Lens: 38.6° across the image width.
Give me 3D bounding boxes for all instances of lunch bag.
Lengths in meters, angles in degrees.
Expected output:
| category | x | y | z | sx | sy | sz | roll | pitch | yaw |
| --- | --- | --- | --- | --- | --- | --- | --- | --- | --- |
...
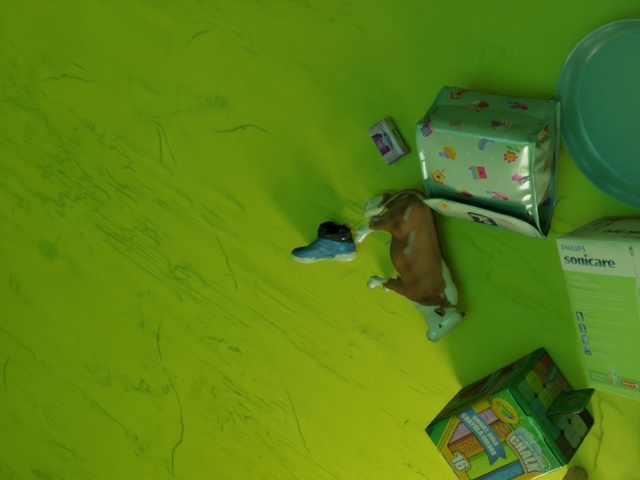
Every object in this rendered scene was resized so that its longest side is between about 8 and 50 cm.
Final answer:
| category | x | y | z | sx | sy | sz | roll | pitch | yaw |
| --- | --- | --- | --- | --- | --- | --- | --- | --- | --- |
| lunch bag | 0.299 | -0.119 | 1.611 | 0.223 | 0.160 | 0.262 | 14 | 136 | 27 |

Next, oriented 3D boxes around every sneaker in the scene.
| category | x | y | z | sx | sy | sz | roll | pitch | yaw |
| --- | --- | --- | --- | --- | --- | --- | --- | --- | --- |
| sneaker | 0.000 | 0.000 | 1.927 | 0.152 | 0.058 | 0.085 | 0 | 114 | 31 |

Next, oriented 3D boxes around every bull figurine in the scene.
| category | x | y | z | sx | sy | sz | roll | pitch | yaw |
| --- | --- | --- | --- | --- | --- | --- | --- | --- | --- |
| bull figurine | 0.177 | 0.046 | 1.796 | 0.188 | 0.101 | 0.310 | -1 | 108 | 37 |

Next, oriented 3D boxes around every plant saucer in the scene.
| category | x | y | z | sx | sy | sz | roll | pitch | yaw |
| --- | --- | --- | --- | --- | --- | --- | --- | --- | --- |
| plant saucer | 0.518 | -0.200 | 1.452 | 0.317 | 0.043 | 0.318 | 32 | 137 | 36 |

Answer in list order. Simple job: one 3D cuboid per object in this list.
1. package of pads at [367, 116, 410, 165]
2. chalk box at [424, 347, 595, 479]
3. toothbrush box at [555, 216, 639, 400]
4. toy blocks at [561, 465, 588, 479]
| category | x | y | z | sx | sy | sz | roll | pitch | yaw |
| --- | --- | --- | --- | --- | --- | --- | --- | --- | --- |
| package of pads | 0.133 | -0.192 | 1.777 | 0.050 | 0.032 | 0.083 | -32 | 88 | 38 |
| chalk box | 0.379 | 0.336 | 1.723 | 0.289 | 0.180 | 0.179 | -39 | 85 | 37 |
| toothbrush box | 0.531 | 0.113 | 1.519 | 0.206 | 0.122 | 0.283 | 4 | 113 | 61 |
| toy blocks | 0.565 | 0.586 | 1.638 | 0.288 | 0.260 | 0.309 | -17 | 97 | 38 |
